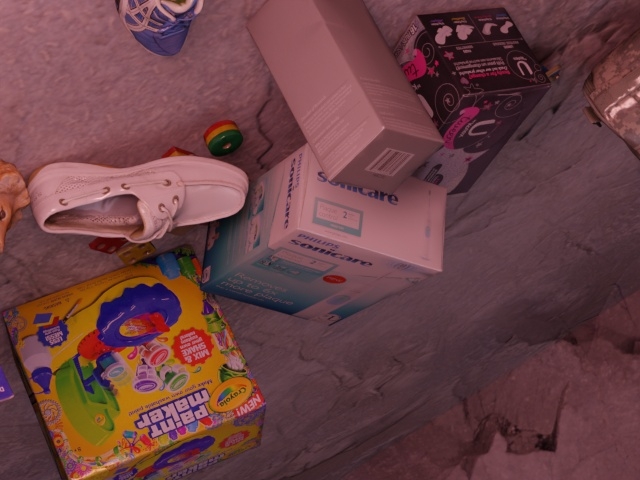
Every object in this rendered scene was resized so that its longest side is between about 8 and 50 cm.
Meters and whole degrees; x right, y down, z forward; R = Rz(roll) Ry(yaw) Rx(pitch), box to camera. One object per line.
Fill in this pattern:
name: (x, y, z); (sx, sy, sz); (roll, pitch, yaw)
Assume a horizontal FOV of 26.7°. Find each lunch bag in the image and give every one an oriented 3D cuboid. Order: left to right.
lunch bag: (0.555, -0.250, 1.995); (0.305, 0.213, 0.256); (-38, 155, 21)

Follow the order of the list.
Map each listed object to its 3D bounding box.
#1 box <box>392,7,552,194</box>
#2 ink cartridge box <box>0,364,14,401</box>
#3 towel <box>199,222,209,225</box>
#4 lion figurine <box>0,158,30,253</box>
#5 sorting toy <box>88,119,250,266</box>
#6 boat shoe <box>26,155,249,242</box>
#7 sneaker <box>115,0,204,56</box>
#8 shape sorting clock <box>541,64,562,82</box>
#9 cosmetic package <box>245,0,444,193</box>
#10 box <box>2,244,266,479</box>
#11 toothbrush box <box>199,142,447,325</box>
box: (0.164, -0.175, 1.813); (0.163, 0.142, 0.247); (-11, 151, -34)
ink cartridge box: (-0.426, 0.001, 1.251); (0.175, 0.371, 0.069); (-13, 153, -33)
towel: (-0.132, -0.040, 1.934); (0.060, 0.009, 0.083); (-43, 153, 29)
lion figurine: (-0.482, 0.025, 1.574); (0.240, 0.142, 0.392); (-23, 171, -29)
sorting toy: (-0.189, -0.065, 1.775); (0.274, 0.046, 0.132); (-38, 154, 20)
boat shoe: (-0.217, -0.038, 1.654); (0.277, 0.096, 0.098); (-4, 132, -17)
sneaker: (-0.163, -0.247, 1.391); (0.080, 0.081, 0.211); (-24, 158, -13)
shape sorting clock: (0.273, -0.185, 1.975); (0.206, 0.040, 0.206); (-42, 179, -1)
cosmetic package: (0.026, -0.181, 1.540); (0.127, 0.238, 0.107); (8, 135, -49)
box: (-0.267, 0.204, 1.946); (0.289, 0.279, 0.177); (-21, 156, -17)
toothbrush box: (0.000, 0.000, 1.803); (0.216, 0.126, 0.295); (17, 154, -26)
